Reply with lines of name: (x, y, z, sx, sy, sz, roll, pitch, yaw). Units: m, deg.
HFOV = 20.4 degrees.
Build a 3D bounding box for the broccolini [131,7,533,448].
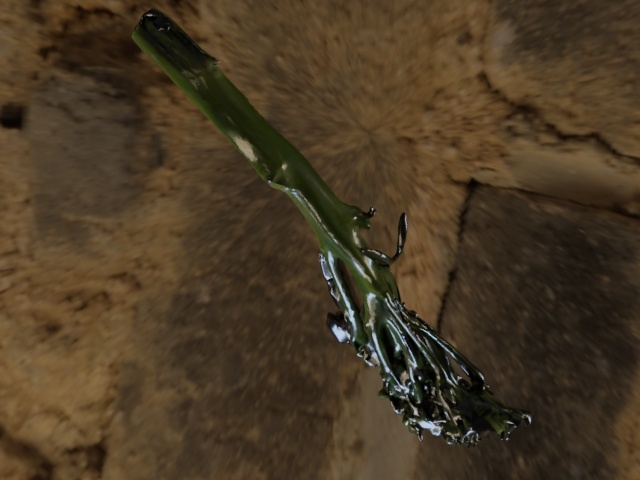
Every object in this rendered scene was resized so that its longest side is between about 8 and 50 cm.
broccolini: (-0.004, -0.007, 0.876, 0.062, 0.123, 0.271, -46, -73, -24)
